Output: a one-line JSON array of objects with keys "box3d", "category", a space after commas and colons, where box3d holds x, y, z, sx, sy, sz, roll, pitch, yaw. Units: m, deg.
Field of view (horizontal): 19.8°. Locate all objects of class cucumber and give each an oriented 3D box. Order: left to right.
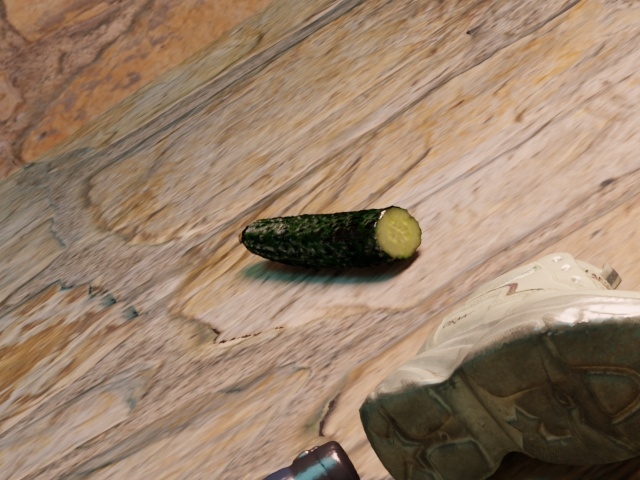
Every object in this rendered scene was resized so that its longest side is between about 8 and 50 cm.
[{"box3d": [0.000, 0.000, 2.015, 0.067, 0.067, 0.293, -44, 22, -28], "category": "cucumber"}]

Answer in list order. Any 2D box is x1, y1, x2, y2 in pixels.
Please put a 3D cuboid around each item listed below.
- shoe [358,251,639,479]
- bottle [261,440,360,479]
[{"box3d": [0.191, 0.076, 1.444, 0.342, 0.132, 0.210, -24, 19, 49], "category": "shoe"}, {"box3d": [-0.073, 0.256, 1.520, 0.244, 0.072, 0.082, -33, 38, -4], "category": "bottle"}]
